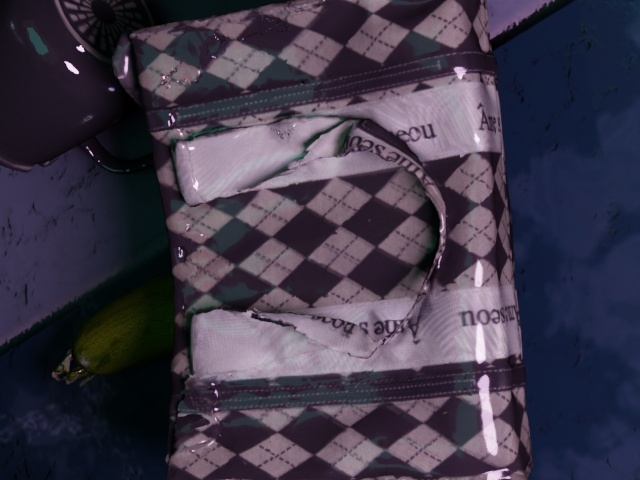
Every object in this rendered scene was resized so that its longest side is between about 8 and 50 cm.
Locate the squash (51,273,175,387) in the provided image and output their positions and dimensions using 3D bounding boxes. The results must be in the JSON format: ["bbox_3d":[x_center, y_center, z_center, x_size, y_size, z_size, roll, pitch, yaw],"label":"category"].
[{"bbox_3d":[-0.114,0.066,1.672,0.318,0.071,0.080,-13,120,26],"label":"squash"}]

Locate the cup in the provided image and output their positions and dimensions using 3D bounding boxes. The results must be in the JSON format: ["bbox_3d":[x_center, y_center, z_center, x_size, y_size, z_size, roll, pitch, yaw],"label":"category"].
[{"bbox_3d":[-0.230,-0.142,1.691,0.176,0.169,0.223,-34,106,31],"label":"cup"}]

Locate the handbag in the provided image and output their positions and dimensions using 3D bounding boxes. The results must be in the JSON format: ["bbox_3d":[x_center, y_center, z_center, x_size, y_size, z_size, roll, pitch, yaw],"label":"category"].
[{"bbox_3d":[0.000,0.000,1.519,0.316,0.180,0.416,-5,88,13],"label":"handbag"}]
